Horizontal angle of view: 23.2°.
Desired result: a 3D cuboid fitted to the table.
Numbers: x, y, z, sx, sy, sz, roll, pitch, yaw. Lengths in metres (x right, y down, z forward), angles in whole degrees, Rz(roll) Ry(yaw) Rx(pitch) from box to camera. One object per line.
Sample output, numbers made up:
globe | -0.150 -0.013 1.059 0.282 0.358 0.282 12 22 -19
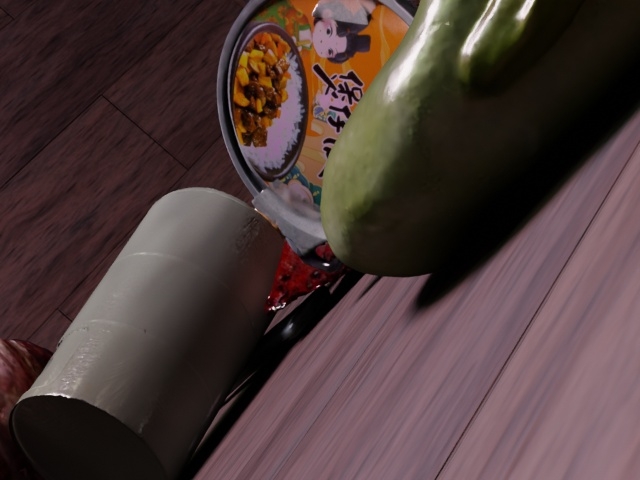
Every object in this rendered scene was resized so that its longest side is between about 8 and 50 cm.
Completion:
table | -0.118 0.077 1.145 0.126 0.126 0.220 -46 11 48

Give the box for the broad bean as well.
broad bean | 0.076 -0.067 0.707 0.169 0.100 0.228 -42 -14 -35

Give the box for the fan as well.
fan | -0.063 0.104 1.262 0.057 0.023 0.282 -53 6 -35

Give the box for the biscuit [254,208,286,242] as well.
biscuit | 0.053 -0.084 1.184 0.216 0.047 0.339 -26 -15 -40

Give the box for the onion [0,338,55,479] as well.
onion | -0.241 0.221 1.199 0.280 0.146 0.314 -24 -49 -53

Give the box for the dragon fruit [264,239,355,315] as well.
dragon fruit | -0.002 -0.003 1.149 0.097 0.063 0.131 -30 4 19

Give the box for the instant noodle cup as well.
instant noodle cup | 0.042 -0.094 0.988 0.125 0.177 0.208 -29 -31 -50
